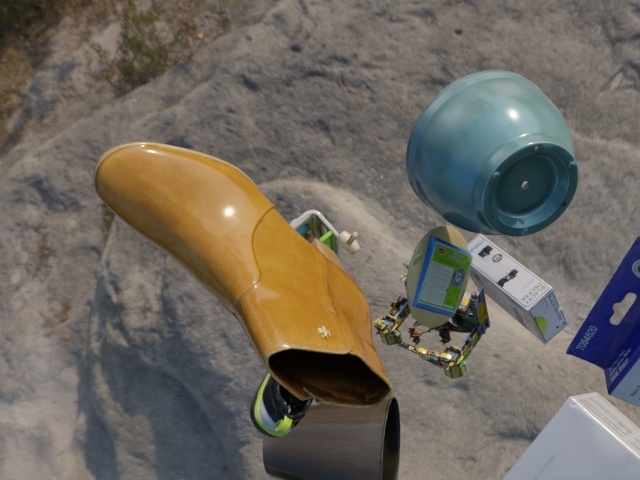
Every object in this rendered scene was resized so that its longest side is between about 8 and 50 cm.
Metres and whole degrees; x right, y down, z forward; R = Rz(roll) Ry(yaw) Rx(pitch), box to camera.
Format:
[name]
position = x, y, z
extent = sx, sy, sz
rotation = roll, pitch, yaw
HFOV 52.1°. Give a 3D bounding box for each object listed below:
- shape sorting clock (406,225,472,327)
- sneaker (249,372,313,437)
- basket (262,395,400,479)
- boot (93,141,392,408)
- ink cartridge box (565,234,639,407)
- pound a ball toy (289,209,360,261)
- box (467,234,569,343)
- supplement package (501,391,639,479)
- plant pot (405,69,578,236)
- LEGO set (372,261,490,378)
[shape sorting clock]
position = 0.235, 0.072, 1.308
extent = 0.040, 0.206, 0.206
rotation = 17, 86, 45
[sneaker]
position = -0.018, 0.164, 0.900
extent = 0.097, 0.084, 0.235
rotation = -38, 26, 48
[basket]
position = 0.021, 0.384, 1.205
extent = 0.226, 0.154, 0.205
rotation = -1, 77, 18
[boot]
position = -0.065, 0.031, 0.583
extent = 0.104, 0.295, 0.211
rotation = -53, 27, 18
[ink cartridge box]
position = 0.418, 0.122, 0.731
extent = 0.223, 0.223, 0.045
rotation = 23, 47, 15
[pound a ball toy]
position = 0.000, 0.000, 1.867
extent = 0.208, 0.319, 0.136
rotation = -41, 76, -9
[box]
position = 0.502, 0.123, 1.724
extent = 0.087, 0.169, 0.290
rotation = -40, 41, -3
[supplement package]
position = 0.449, 0.426, 1.112
extent = 0.204, 0.145, 0.262
rotation = 44, 112, 35
[plant pot]
position = 0.319, -0.126, 1.143
extent = 0.293, 0.293, 0.196
rotation = -39, 32, 8
[LEGO set]
position = 0.299, 0.198, 1.789
extent = 0.255, 0.192, 0.331
rotation = -41, 45, -19
